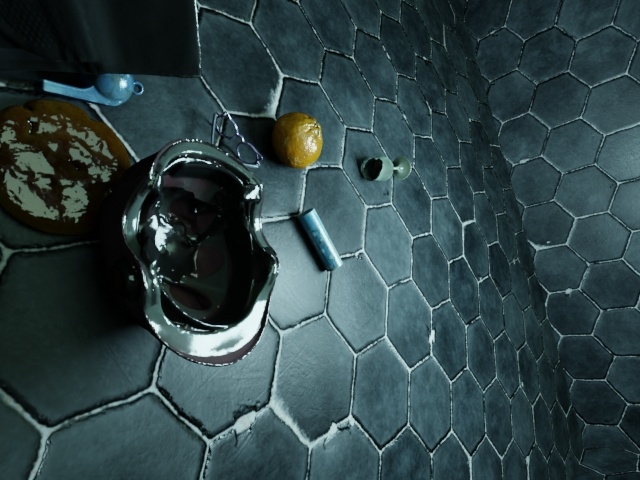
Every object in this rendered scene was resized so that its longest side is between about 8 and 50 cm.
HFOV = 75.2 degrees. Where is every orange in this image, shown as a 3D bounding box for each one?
[{"bbox_3d":[-0.054,-0.239,0.990,0.135,0.117,0.136,15,67,-37],"label":"orange"}]

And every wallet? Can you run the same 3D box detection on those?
[{"bbox_3d":[-0.327,-0.331,0.535,0.322,0.247,0.041,-3,50,-12],"label":"wallet"}]

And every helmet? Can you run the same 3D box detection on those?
[{"bbox_3d":[-0.220,0.021,0.658,0.270,0.197,0.339,-4,87,-56],"label":"helmet"}]

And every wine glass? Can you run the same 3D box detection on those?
[{"bbox_3d":[0.207,-0.226,1.305,0.195,0.079,0.079,-15,89,-50],"label":"wine glass"}]

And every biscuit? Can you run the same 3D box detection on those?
[{"bbox_3d":[-0.390,-0.112,0.633,0.212,0.036,0.212,17,66,-44],"label":"biscuit"}]

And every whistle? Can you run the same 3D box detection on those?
[{"bbox_3d":[-0.366,-0.264,0.675,0.157,0.090,0.091,1,77,-47],"label":"whistle"}]

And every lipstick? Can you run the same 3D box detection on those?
[{"bbox_3d":[0.000,0.000,1.023,0.048,0.048,0.158,-43,110,-46],"label":"lipstick"}]

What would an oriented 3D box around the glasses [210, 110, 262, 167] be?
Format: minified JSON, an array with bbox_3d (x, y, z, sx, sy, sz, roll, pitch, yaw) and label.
[{"bbox_3d":[-0.197,-0.184,0.854,0.140,0.062,0.104,54,46,-20],"label":"glasses"}]
